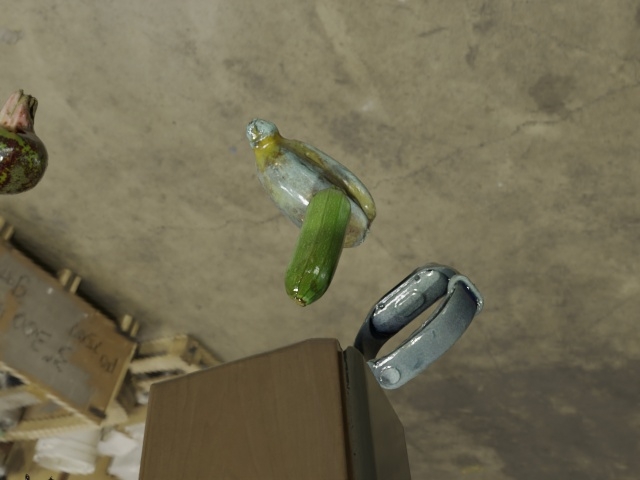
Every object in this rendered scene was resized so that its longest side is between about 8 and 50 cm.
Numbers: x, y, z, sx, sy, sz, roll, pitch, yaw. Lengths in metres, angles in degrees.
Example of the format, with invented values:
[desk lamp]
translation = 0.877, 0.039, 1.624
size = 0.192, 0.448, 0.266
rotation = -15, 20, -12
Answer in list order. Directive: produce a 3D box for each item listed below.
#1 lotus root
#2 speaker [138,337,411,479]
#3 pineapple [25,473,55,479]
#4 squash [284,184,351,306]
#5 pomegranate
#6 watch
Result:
[lotus root]
translation = -0.033, -0.107, 1.593
size = 0.322, 0.158, 0.140
rotation = 39, 132, 1
[speaker]
translation = -0.032, 0.214, 0.588
size = 0.193, 0.230, 0.153
rotation = -18, 132, 13
[pineapple]
translation = -0.456, 0.486, 1.318
size = 0.047, 0.221, 0.221
rotation = 20, 159, 51
[squash]
translation = 0.000, 0.000, 1.167
size = 0.068, 0.219, 0.077
rotation = 21, 139, -5
[pomegranate]
translation = -0.492, -0.150, 1.282
size = 0.138, 0.163, 0.125
rotation = 23, 159, 26
[watch]
translation = 0.138, 0.118, 1.168
size = 0.206, 0.193, 0.068
rotation = -37, 108, 15
